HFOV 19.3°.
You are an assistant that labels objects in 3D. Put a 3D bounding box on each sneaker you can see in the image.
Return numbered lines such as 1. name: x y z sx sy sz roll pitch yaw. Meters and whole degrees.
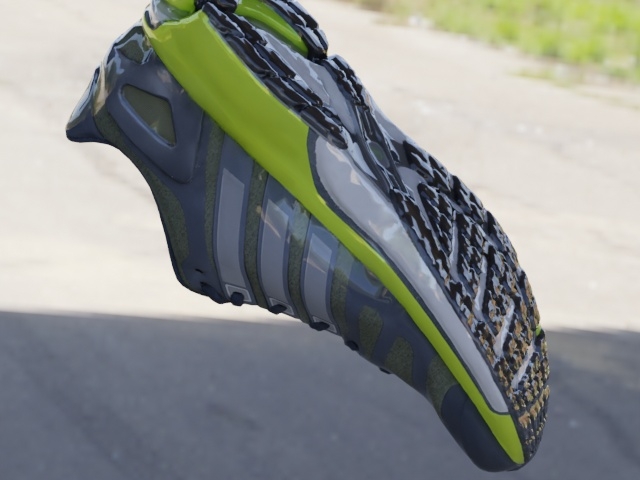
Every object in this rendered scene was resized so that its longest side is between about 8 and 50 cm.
1. sneaker: 0.000 0.000 0.924 0.121 0.300 0.111 -37 7 28
